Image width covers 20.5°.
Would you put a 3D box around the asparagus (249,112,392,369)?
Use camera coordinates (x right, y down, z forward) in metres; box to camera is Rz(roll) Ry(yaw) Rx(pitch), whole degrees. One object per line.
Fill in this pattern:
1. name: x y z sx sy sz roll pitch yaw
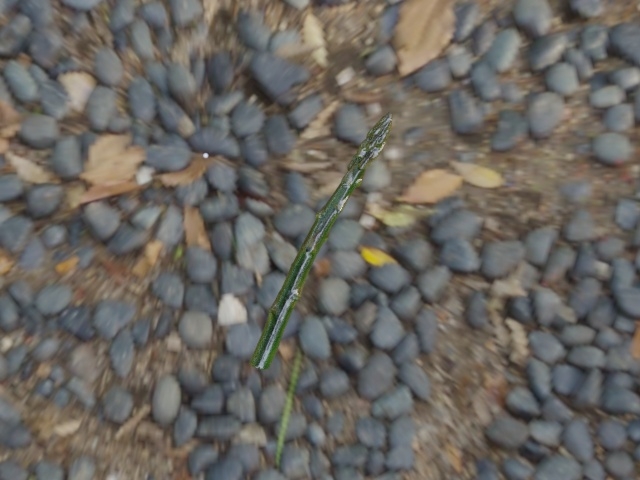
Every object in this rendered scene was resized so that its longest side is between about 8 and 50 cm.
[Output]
1. asparagus: 0.000 0.000 0.956 0.016 0.016 0.163 33 107 18
